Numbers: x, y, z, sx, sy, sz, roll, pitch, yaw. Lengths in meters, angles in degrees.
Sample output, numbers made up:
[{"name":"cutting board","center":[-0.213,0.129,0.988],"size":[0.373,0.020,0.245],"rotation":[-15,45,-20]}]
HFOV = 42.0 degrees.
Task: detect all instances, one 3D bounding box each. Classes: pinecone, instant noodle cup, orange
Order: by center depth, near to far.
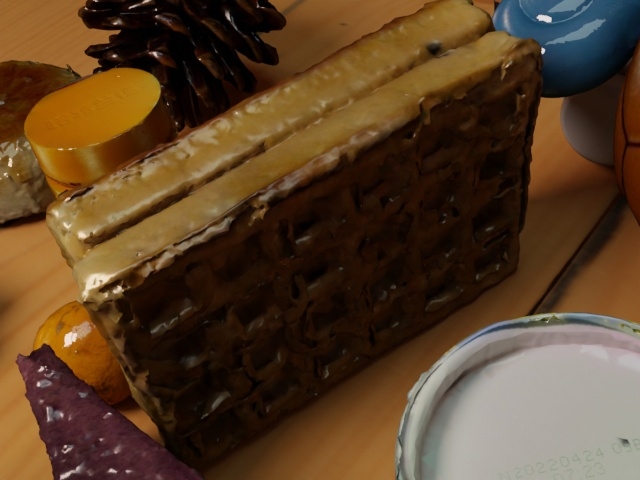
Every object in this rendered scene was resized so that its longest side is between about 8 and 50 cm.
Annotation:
[{"name":"instant noodle cup","center":[0.125,0.138,0.412],"size":[0.205,0.153,0.205],"rotation":[-6,43,6]},{"name":"orange","center":[-0.162,0.080,0.597],"size":[0.084,0.083,0.083],"rotation":[-7,43,7]},{"name":"pinecone","center":[-0.143,-0.202,0.818],"size":[0.208,0.207,0.207],"rotation":[-7,43,7]}]

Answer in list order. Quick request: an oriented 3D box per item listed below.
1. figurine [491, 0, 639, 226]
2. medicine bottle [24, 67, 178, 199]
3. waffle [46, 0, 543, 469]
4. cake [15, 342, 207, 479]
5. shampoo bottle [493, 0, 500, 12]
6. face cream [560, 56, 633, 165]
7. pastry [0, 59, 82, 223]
[{"name":"figurine","center":[0.269,-0.074,0.495],"size":[0.243,0.298,0.416],"rotation":[-22,50,6]},{"name":"medicine bottle","center":[-0.135,-0.020,0.614],"size":[0.096,0.191,0.096],"rotation":[-7,42,6]},{"name":"waffle","center":[0.001,0.001,0.542],"size":[0.308,0.212,0.091],"rotation":[-29,50,-18]},{"name":"cake","center":[-0.070,0.152,0.435],"size":[0.113,0.116,0.295],"rotation":[-37,45,-18]},{"name":"shampoo bottle","center":[0.299,-0.196,0.782],"size":[0.284,0.071,0.153],"rotation":[7,45,19]},{"name":"face cream","center":[0.254,-0.113,0.692],"size":[0.091,0.091,0.095],"rotation":[28,48,36]},{"name":"pastry","center":[-0.302,-0.103,0.818],"size":[0.182,0.093,0.192],"rotation":[-10,42,0]}]
